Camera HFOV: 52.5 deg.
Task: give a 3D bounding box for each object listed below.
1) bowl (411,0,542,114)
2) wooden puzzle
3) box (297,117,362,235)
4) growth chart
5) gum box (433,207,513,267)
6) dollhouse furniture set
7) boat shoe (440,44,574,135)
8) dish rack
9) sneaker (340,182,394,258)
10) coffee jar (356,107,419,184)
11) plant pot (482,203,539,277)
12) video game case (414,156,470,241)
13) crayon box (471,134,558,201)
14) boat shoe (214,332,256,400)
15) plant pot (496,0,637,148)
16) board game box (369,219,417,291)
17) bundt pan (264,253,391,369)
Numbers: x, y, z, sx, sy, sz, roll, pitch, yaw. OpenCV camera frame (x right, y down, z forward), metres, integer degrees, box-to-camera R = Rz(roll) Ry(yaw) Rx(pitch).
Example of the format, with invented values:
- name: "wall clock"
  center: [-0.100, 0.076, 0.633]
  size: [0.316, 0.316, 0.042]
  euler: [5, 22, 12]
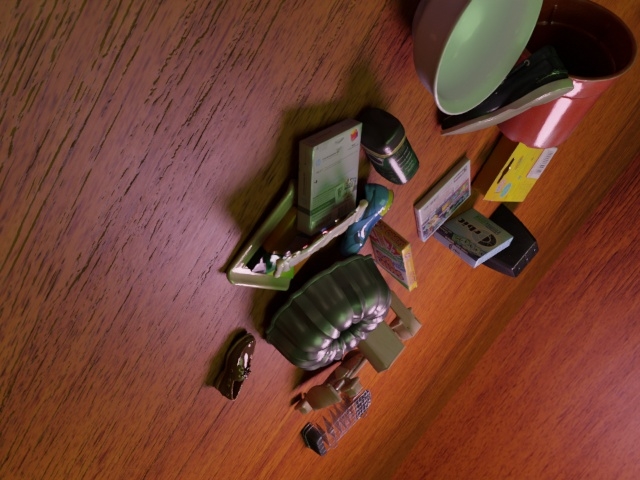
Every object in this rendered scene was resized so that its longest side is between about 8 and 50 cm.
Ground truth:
- name: "bowl"
  center: [0.263, -0.392, 1.188]
  size: [0.298, 0.134, 0.298]
  euler: [-35, 148, -25]
- name: "wooden puzzle"
  center: [-0.058, 0.001, 1.309]
  size: [0.239, 0.044, 0.221]
  euler: [-56, 151, 12]
- name: "box"
  center: [0.017, -0.119, 1.221]
  size: [0.145, 0.038, 0.186]
  euler: [-33, 139, -41]
- name: "growth chart"
  center: [0.000, 0.000, 1.272]
  size: [0.237, 0.021, 0.172]
  euler: [-36, 174, -18]
- name: "gum box"
  center: [0.450, -0.011, 1.912]
  size: [0.184, 0.157, 0.041]
  euler: [-26, 145, -38]
- name: "dollhouse furniture set"
  center: [0.067, 0.314, 1.892]
  size: [0.303, 0.174, 0.355]
  euler: [-41, -177, -42]
- name: "boat shoe"
  center: [0.374, -0.314, 1.382]
  size: [0.127, 0.113, 0.340]
  euler: [-15, 179, -27]
- name: "dish rack"
  center: [0.065, 0.613, 2.230]
  size: [0.271, 0.074, 0.208]
  euler: [-41, 153, -19]
- name: "sneaker"
  center: [0.080, -0.047, 1.447]
  size: [0.082, 0.069, 0.209]
  euler: [15, 130, -21]
- name: "coffee jar"
  center: [0.133, -0.187, 1.297]
  size: [0.079, 0.096, 0.184]
  euler: [-51, 153, -3]
- name: "plant pot"
  center: [0.632, 0.018, 2.203]
  size: [0.188, 0.167, 0.187]
  euler: [-51, 153, 0]
- name: "video game case"
  center: [0.335, -0.109, 1.767]
  size: [0.201, 0.023, 0.183]
  euler: [-44, 152, -11]
- name: "crayon box"
  center: [0.561, -0.217, 1.896]
  size: [0.318, 0.081, 0.202]
  euler: [-3, 128, -55]
- name: "boat shoe"
  center: [-0.182, 0.287, 1.469]
  size: [0.064, 0.060, 0.178]
  euler: [-10, 133, -51]
- name: "plant pot"
  center: [0.532, -0.369, 1.499]
  size: [0.272, 0.272, 0.265]
  euler: [-36, 157, -24]
- name: "board game box"
  center: [0.180, 0.038, 1.615]
  size: [0.039, 0.124, 0.259]
  euler: [-43, 152, -9]
- name: "bundt pan"
  center: [0.037, 0.186, 1.536]
  size: [0.331, 0.124, 0.331]
  euler: [-33, 157, -16]
